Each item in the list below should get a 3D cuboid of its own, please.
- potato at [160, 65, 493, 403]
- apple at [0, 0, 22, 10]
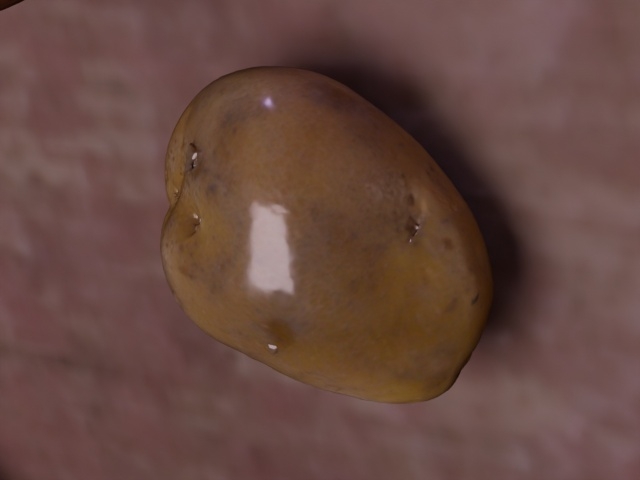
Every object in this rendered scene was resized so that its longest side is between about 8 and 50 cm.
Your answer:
[{"bbox_3d":[0.000,0.000,0.414,0.083,0.062,0.068,26,146,3],"label":"potato"},{"bbox_3d":[-0.103,-0.107,0.405,0.126,0.126,0.102,15,87,36],"label":"apple"}]
